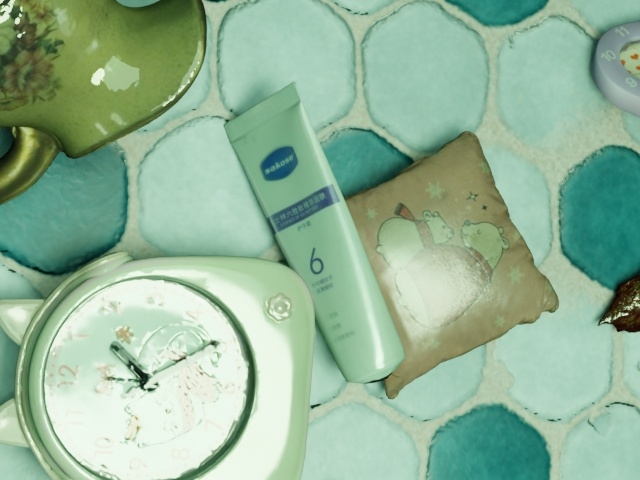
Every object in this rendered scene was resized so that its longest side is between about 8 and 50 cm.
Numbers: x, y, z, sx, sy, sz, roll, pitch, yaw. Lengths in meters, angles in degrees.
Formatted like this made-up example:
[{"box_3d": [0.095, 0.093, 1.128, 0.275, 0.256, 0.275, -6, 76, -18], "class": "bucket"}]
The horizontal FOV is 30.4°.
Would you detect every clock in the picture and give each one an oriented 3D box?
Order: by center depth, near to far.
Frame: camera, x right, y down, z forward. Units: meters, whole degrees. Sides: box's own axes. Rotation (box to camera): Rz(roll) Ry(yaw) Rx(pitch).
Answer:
[{"box_3d": [-0.171, 0.139, 1.189, 0.324, 0.108, 0.265, 7, 85, -15], "class": "clock"}, {"box_3d": [0.429, -0.196, 1.401, 0.198, 0.064, 0.172, -27, 62, -16], "class": "clock"}]

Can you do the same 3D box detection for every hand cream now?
[{"box_3d": [0.000, 0.000, 1.244, 0.067, 0.109, 0.320, -17, 83, -52], "class": "hand cream"}]

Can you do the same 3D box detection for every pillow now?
[{"box_3d": [0.122, 0.024, 1.295, 0.223, 0.084, 0.236, -24, 88, -9], "class": "pillow"}]

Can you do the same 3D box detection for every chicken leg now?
[{"box_3d": [0.443, 0.072, 1.404, 0.234, 0.063, 0.105, 9, 78, -14], "class": "chicken leg"}]

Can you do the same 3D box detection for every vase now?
[{"box_3d": [-0.311, -0.170, 1.134, 0.302, 0.241, 0.329, 29, 106, -26], "class": "vase"}]
